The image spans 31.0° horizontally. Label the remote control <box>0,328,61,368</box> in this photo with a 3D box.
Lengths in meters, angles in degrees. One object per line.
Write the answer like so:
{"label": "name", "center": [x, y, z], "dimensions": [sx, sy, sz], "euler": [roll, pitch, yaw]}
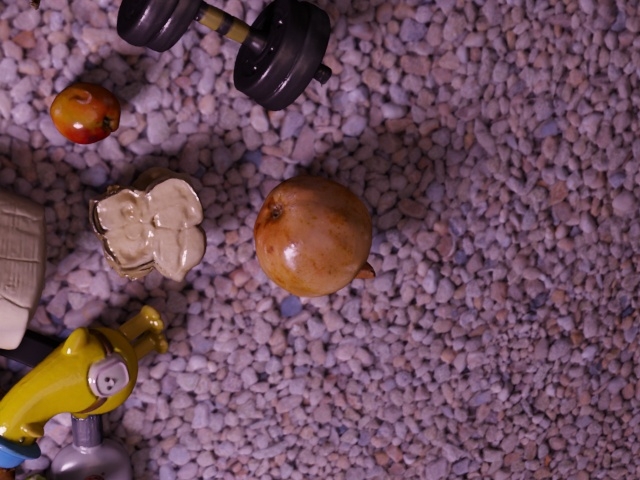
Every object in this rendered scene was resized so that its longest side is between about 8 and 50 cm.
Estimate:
{"label": "remote control", "center": [-0.541, 0.152, 1.882], "dimensions": [0.245, 0.025, 0.063], "euler": [26, 102, -26]}

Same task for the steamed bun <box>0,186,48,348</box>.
{"label": "steamed bun", "center": [-0.525, 0.038, 1.752], "dimensions": [0.200, 0.155, 0.250], "euler": [15, 59, -24]}

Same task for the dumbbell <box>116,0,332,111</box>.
{"label": "dumbbell", "center": [-0.148, -0.333, 1.770], "dimensions": [0.388, 0.185, 0.185], "euler": [24, 99, -26]}

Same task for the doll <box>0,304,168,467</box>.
{"label": "doll", "center": [-0.406, 0.228, 1.852], "dimensions": [0.363, 0.145, 0.199], "euler": [-35, 140, -30]}

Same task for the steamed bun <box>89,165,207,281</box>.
{"label": "steamed bun", "center": [-0.275, -0.021, 1.879], "dimensions": [0.177, 0.106, 0.192], "euler": [-24, 107, -7]}

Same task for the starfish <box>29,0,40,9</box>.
{"label": "starfish", "center": [-0.468, -0.401, 1.681], "dimensions": [0.146, 0.074, 0.190], "euler": [26, 98, -25]}

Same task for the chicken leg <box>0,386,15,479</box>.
{"label": "chicken leg", "center": [-0.548, 0.329, 1.909], "dimensions": [0.085, 0.101, 0.207], "euler": [2, 121, 10]}

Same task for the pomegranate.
{"label": "pomegranate", "center": [-0.013, -0.008, 1.938], "dimensions": [0.207, 0.207, 0.207], "euler": [-7, 111, -19]}

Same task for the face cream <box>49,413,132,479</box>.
{"label": "face cream", "center": [-0.396, 0.415, 2.005], "dimensions": [0.144, 0.071, 0.291], "euler": [-5, 110, -17]}

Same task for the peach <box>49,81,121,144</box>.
{"label": "peach", "center": [-0.365, -0.199, 1.786], "dimensions": [0.101, 0.101, 0.101], "euler": [-7, 111, -19]}

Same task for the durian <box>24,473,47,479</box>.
{"label": "durian", "center": [-0.493, 0.467, 1.938], "dimensions": [0.375, 0.106, 0.132], "euler": [-22, 80, 17]}
